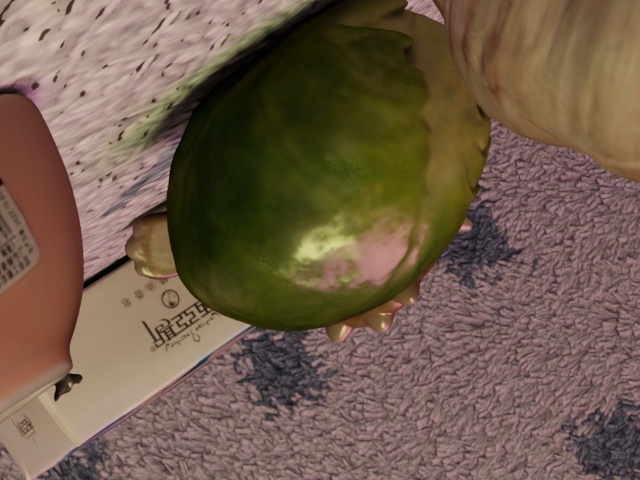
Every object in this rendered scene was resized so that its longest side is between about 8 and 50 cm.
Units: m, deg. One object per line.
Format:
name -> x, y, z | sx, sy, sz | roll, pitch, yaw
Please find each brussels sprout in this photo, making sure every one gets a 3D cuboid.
brussels sprout -> 0.007, -0.034, 0.694 | 0.181, 0.143, 0.161 | -57, 156, 6

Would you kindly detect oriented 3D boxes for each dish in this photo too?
dish -> -0.160, 0.048, 0.468 | 0.213, 0.090, 0.213 | -35, 178, -1

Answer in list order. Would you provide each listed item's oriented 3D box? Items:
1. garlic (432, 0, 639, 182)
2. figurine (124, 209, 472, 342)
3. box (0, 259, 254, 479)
garlic -> 0.141, -0.134, 0.450 | 0.218, 0.218, 0.212 | -34, 141, -39
figurine -> 0.005, -0.003, 1.068 | 0.177, 0.173, 0.247 | -35, 179, 24
box -> -0.165, 0.085, 1.266 | 0.274, 0.116, 0.203 | -34, 180, -29
